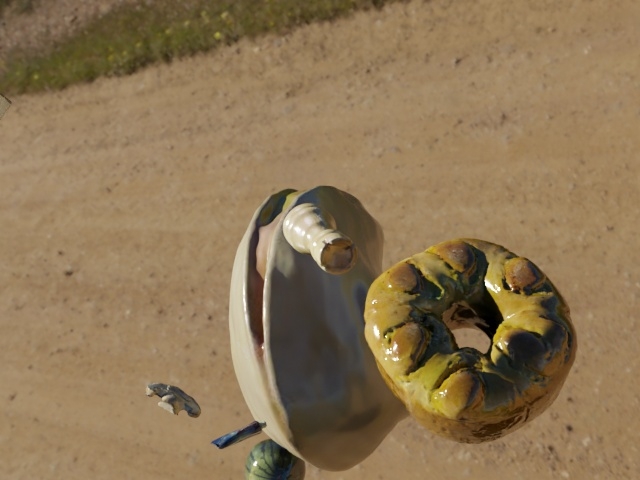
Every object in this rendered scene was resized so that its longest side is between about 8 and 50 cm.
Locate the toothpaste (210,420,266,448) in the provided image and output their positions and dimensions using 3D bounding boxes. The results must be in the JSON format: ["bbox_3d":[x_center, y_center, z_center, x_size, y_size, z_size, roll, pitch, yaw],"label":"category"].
[{"bbox_3d":[-0.106,0.258,1.124,0.083,0.019,0.027,-16,16,-36],"label":"toothpaste"}]

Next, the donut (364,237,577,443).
[{"bbox_3d":[0.159,0.103,0.903,0.226,0.114,0.227,-4,49,4],"label":"donut"}]

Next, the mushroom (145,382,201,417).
[{"bbox_3d":[-0.230,0.251,1.330,0.101,0.019,0.049,23,28,16],"label":"mushroom"}]

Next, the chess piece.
[{"bbox_3d":[0.000,0.000,1.038,0.066,0.066,0.122,-41,26,-1],"label":"chess piece"}]

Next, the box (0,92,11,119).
[{"bbox_3d":[-0.415,-0.122,0.745,0.095,0.212,0.168,18,72,41],"label":"box"}]

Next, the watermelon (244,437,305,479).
[{"bbox_3d":[-0.080,0.389,1.461,0.105,0.105,0.133,-42,16,-3],"label":"watermelon"}]

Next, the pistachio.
[{"bbox_3d":[0.009,0.130,1.313,0.281,0.365,0.446,-15,67,30],"label":"pistachio"}]
